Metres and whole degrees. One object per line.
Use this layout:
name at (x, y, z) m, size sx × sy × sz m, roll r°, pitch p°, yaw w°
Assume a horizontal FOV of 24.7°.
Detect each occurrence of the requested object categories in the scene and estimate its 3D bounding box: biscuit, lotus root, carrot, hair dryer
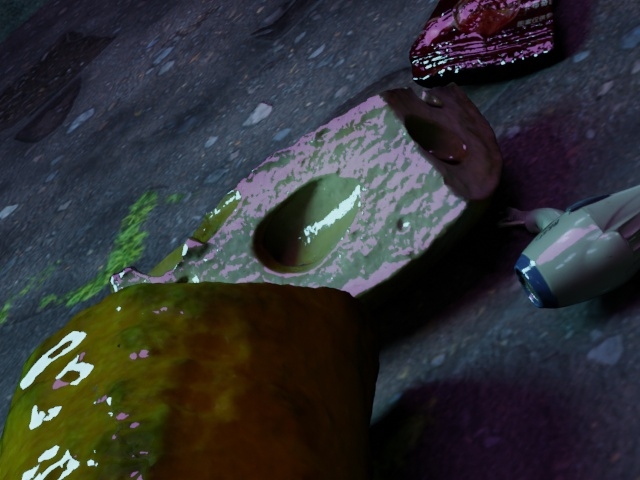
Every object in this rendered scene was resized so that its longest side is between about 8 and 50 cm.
biscuit at (0.167, -0.228, 1.398) m, size 0.151 × 0.063 × 0.235 m, roll -12°, pitch 31°, yaw 24°
lotus root at (0.002, 0.005, 1.173) m, size 0.314 × 0.142 × 0.210 m, roll -35°, pitch -11°, yaw 18°
carrot at (-0.083, 0.157, 0.904) m, size 0.241 × 0.241 × 0.340 m, roll -27°, pitch 30°, yaw 22°
hair dryer at (0.211, -0.023, 1.050) m, size 0.167 × 0.067 × 0.199 m, roll -25°, pitch 13°, yaw 7°
